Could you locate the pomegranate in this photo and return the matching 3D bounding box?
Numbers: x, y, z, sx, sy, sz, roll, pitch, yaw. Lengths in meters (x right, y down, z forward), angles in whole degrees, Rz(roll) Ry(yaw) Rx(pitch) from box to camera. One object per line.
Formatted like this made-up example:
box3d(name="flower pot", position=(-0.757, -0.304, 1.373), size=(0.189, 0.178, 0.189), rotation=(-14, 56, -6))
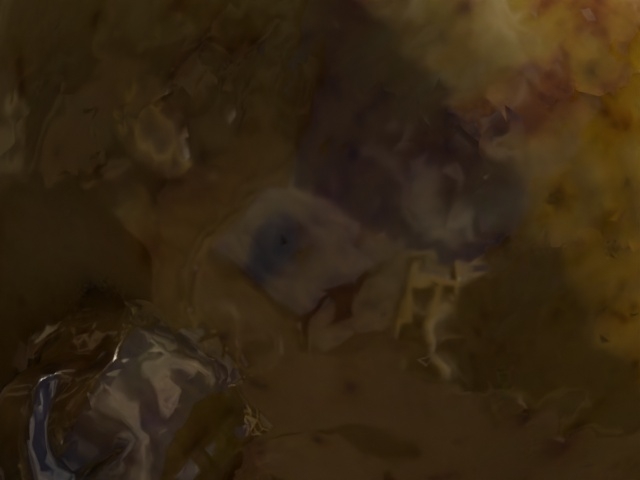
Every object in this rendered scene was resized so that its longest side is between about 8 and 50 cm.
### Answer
box3d(name="pomegranate", position=(0.000, 0.000, 0.738), size=(0.410, 0.410, 0.410), rotation=(6, 45, -6))
